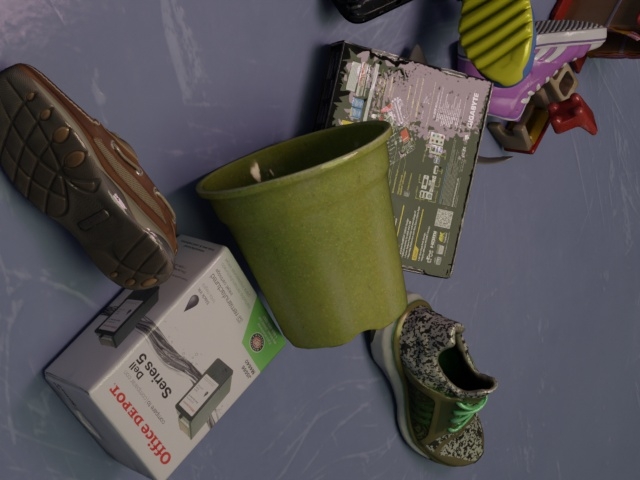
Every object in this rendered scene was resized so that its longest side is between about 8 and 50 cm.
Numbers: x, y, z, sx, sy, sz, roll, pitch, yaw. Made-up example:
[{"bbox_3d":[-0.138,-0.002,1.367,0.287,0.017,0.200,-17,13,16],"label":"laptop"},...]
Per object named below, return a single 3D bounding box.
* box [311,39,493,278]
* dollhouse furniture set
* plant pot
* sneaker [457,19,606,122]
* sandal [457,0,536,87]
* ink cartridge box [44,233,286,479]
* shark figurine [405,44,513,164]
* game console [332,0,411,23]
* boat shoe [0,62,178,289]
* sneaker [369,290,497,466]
[{"bbox_3d":[0.108,-0.119,1.644,0.257,0.079,0.321,11,92,-17],"label":"box"},{"bbox_3d":[0.499,-0.301,1.973,0.152,0.201,0.374,46,67,-41],"label":"dollhouse furniture set"},{"bbox_3d":[0.000,0.000,1.463,0.276,0.276,0.253,-29,108,-37],"label":"plant pot"},{"bbox_3d":[0.373,-0.297,1.886,0.282,0.102,0.161,-13,114,-11],"label":"sneaker"},{"bbox_3d":[0.278,-0.381,1.728,0.138,0.126,0.317,37,39,-59],"label":"sandal"},{"bbox_3d":[-0.203,0.158,1.444,0.273,0.115,0.198,-48,129,-26],"label":"ink cartridge box"},{"bbox_3d":[0.208,-0.173,1.780,0.278,0.116,0.166,45,69,-39],"label":"shark figurine"},{"bbox_3d":[0.162,-0.448,1.640,0.361,0.213,0.044,-28,158,-19],"label":"game console"},{"bbox_3d":[-0.288,-0.084,1.319,0.324,0.123,0.116,58,26,-27],"label":"boat shoe"},{"bbox_3d":[0.227,0.268,1.853,0.158,0.182,0.410,-49,130,-26],"label":"sneaker"}]
